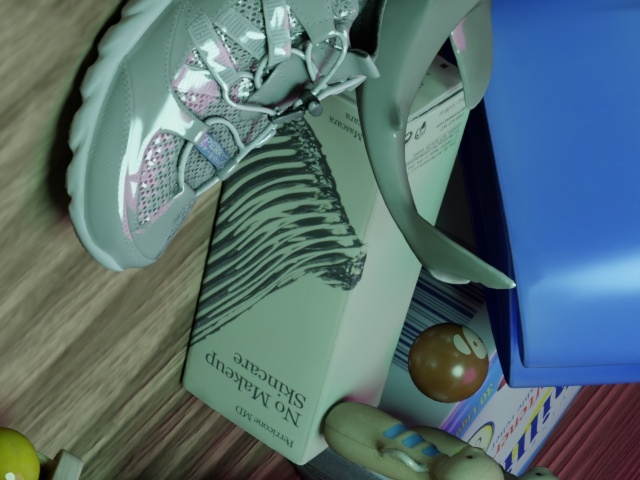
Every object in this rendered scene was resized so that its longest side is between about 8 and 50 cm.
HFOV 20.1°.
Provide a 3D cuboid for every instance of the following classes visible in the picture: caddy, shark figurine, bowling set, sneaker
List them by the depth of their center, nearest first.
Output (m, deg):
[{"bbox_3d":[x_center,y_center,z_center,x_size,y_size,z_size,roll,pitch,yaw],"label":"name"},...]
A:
[{"bbox_3d":[-0.029,-0.100,0.930,0.281,0.115,0.105,-58,159,-1],"label":"sneaker"},{"bbox_3d":[0.071,-0.115,0.977,0.116,0.166,0.278,-31,-147,57],"label":"shark figurine"},{"bbox_3d":[0.084,0.160,1.146,0.287,0.154,0.199,15,95,-54],"label":"bowling set"},{"bbox_3d":[0.189,-0.057,1.171,0.241,0.179,0.341,89,-8,-79],"label":"caddy"}]

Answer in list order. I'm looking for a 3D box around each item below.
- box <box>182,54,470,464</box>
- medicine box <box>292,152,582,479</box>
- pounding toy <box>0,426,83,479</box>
[{"bbox_3d":[0.000,0.000,1.139,0.094,0.113,0.275,-34,147,-46],"label":"box"},{"bbox_3d":[0.101,0.097,1.438,0.263,0.149,0.289,-53,157,-14],"label":"medicine box"},{"bbox_3d":[-0.200,0.145,0.847,0.154,0.155,0.269,-54,-168,18],"label":"pounding toy"}]
